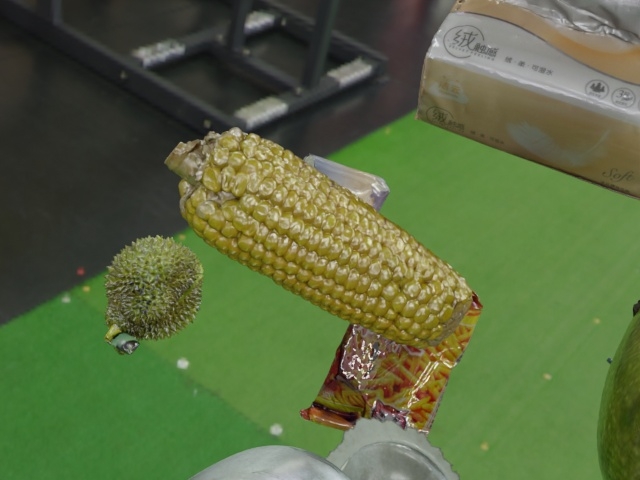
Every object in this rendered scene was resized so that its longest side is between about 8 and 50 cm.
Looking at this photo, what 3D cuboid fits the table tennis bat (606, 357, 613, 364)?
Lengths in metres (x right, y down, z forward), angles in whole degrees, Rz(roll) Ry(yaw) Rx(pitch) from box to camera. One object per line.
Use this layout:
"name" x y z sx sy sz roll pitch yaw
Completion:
"table tennis bat" 0.593 0.259 1.973 0.100 0.019 0.155 41 5 25

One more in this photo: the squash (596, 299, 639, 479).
"squash" 0.352 0.193 0.894 0.310 0.310 0.309 33 30 26

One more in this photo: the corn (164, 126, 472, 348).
"corn" 0.000 0.000 0.948 0.321 0.119 0.119 29 32 -12

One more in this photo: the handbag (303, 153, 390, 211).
"handbag" 0.015 -0.072 1.688 0.173 0.117 0.095 19 22 -20

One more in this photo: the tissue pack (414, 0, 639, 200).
"tissue pack" 0.295 -0.228 1.217 0.305 0.239 0.238 22 34 16

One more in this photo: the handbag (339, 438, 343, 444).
"handbag" 0.058 0.437 1.967 0.088 0.211 0.254 24 29 14

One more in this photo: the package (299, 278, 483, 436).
"package" 0.100 0.163 1.406 0.108 0.288 0.223 26 1 -42

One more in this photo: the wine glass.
"wine glass" -0.018 0.307 1.011 0.238 0.238 0.323 39 20 32

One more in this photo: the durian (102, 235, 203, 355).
"durian" -0.276 0.084 1.670 0.146 0.198 0.159 38 22 35
